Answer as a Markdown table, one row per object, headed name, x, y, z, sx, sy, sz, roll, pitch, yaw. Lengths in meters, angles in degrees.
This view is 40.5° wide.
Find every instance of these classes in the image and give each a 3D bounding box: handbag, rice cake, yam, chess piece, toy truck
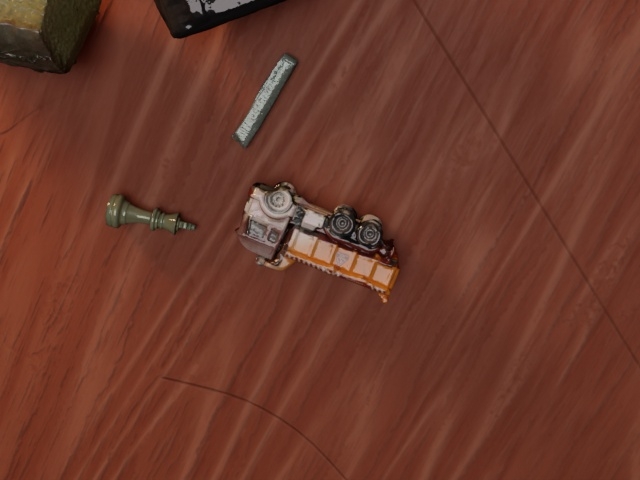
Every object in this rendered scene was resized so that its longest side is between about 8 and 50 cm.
| name | x | y | z | sx | sy | sz | roll | pitch | yaw |
| --- | --- | --- | --- | --- | --- | --- | --- | --- | --- |
| handbag | -0.140 | -0.427 | 1.305 | 0.254 | 0.181 | 0.181 | -17 | 106 | 9 |
| rice cake | -0.092 | -0.227 | 1.415 | 0.033 | 0.029 | 0.170 | 31 | 105 | -7 |
| yam | -0.492 | -0.376 | 1.349 | 0.271 | 0.201 | 0.202 | 16 | 83 | 8 |
| chess piece | -0.284 | -0.036 | 1.470 | 0.149 | 0.059 | 0.059 | 13 | 103 | -3 |
| toy truck | 0.000 | 0.000 | 1.412 | 0.270 | 0.114 | 0.135 | 21 | 99 | 0 |
